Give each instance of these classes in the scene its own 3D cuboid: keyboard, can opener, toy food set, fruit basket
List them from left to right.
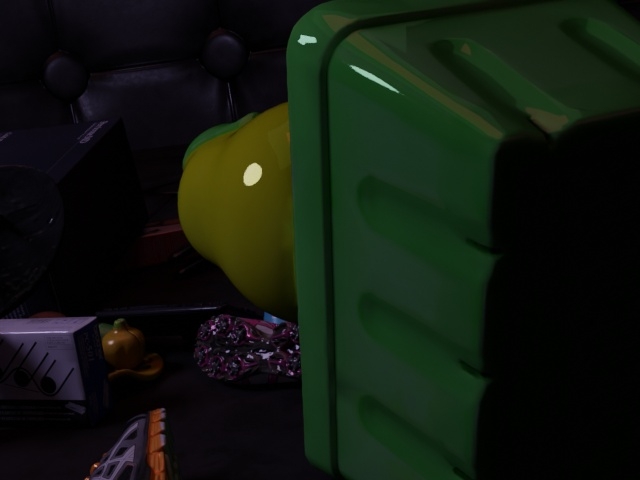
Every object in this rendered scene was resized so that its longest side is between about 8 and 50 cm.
[{"bbox_3d":[-0.276,0.117,0.978,0.217,0.071,0.128,-4,15,18],"label":"toy food set"},{"bbox_3d":[-0.149,0.088,1.014,0.180,0.023,0.108,-5,-23,30],"label":"keyboard"},{"bbox_3d":[-0.155,0.003,1.377,0.186,0.059,0.073,-23,-1,-41],"label":"can opener"},{"bbox_3d":[0.067,-0.007,0.676,0.282,0.392,0.392,-14,15,-22],"label":"fruit basket"}]

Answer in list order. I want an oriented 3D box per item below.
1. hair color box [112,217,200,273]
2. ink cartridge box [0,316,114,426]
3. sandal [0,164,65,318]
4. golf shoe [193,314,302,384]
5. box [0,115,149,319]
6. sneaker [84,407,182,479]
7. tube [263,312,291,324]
[{"bbox_3d":[-0.264,0.004,1.452,0.167,0.053,0.093,-10,14,-12],"label":"hair color box"},{"bbox_3d":[-0.310,0.129,0.898,0.207,0.097,0.046,-3,14,18],"label":"ink cartridge box"},{"bbox_3d":[-0.463,0.050,0.952,0.445,0.168,0.107,-31,-5,-25],"label":"sandal"},{"bbox_3d":[-0.047,0.114,0.911,0.186,0.068,0.086,-1,-15,40],"label":"golf shoe"},{"bbox_3d":[-0.451,-0.019,1.278,0.312,0.179,0.343,-5,26,12],"label":"box"},{"bbox_3d":[-0.136,0.183,0.628,0.083,0.084,0.215,-14,15,-3],"label":"sneaker"},{"bbox_3d":[-0.027,0.018,1.012,0.080,0.207,0.052,18,-34,-19],"label":"tube"}]
